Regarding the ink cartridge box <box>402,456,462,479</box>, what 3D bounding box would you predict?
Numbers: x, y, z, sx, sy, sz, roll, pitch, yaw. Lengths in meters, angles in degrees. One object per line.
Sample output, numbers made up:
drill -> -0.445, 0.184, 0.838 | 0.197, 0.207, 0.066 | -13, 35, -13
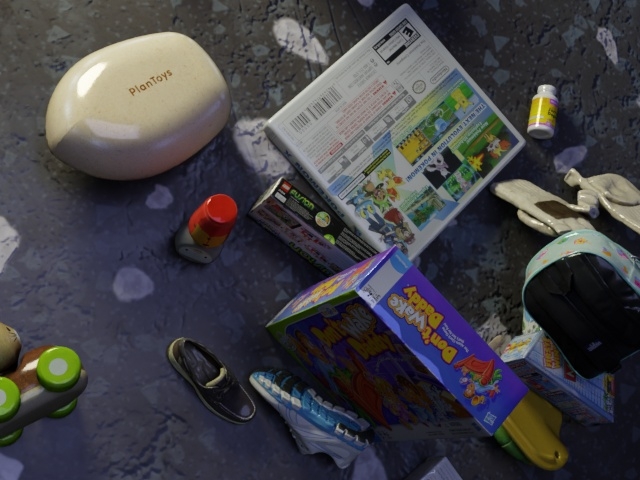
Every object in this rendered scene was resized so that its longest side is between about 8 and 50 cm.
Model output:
ink cartridge box -> 0.131, 0.400, 1.419 | 0.180, 0.060, 0.104 | -37, 93, -24

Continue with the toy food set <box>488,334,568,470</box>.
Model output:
toy food set -> 0.280, 0.254, 1.512 | 0.218, 0.071, 0.128 | 52, 42, -5

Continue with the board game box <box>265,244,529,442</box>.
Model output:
board game box -> 0.081, 0.147, 1.302 | 0.233, 0.347, 0.078 | 47, 67, -5

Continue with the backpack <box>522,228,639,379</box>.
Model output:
backpack -> 0.383, 0.076, 1.437 | 0.188, 0.166, 0.144 | 41, 36, -14

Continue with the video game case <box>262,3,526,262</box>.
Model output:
video game case -> 0.122, -0.161, 1.558 | 0.300, 0.036, 0.329 | 48, 66, -5

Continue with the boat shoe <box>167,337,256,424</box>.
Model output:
boat shoe -> -0.144, 0.191, 1.367 | 0.152, 0.049, 0.056 | 43, 67, -7

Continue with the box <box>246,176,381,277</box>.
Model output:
box -> 0.000, 0.000, 1.432 | 0.207, 0.114, 0.036 | 38, 68, -10

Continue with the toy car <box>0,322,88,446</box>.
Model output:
toy car -> -0.389, 0.136, 1.243 | 0.149, 0.155, 0.188 | -27, 76, -24

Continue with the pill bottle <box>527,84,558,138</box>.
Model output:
pill bottle -> 0.366, -0.211, 1.657 | 0.043, 0.043, 0.083 | 17, 73, -17

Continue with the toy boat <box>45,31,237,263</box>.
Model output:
toy boat -> -0.220, -0.118, 1.373 | 0.267, 0.148, 0.318 | -28, 81, -29

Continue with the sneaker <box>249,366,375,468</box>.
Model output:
sneaker -> -0.025, 0.249, 1.393 | 0.190, 0.083, 0.071 | 34, 23, 7

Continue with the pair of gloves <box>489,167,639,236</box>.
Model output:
pair of gloves -> 0.411, -0.058, 1.570 | 0.240, 0.204, 0.042 | -5, 121, -22

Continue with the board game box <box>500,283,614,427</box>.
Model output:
board game box -> 0.357, 0.161, 1.524 | 0.194, 0.060, 0.194 | 22, 62, -29
